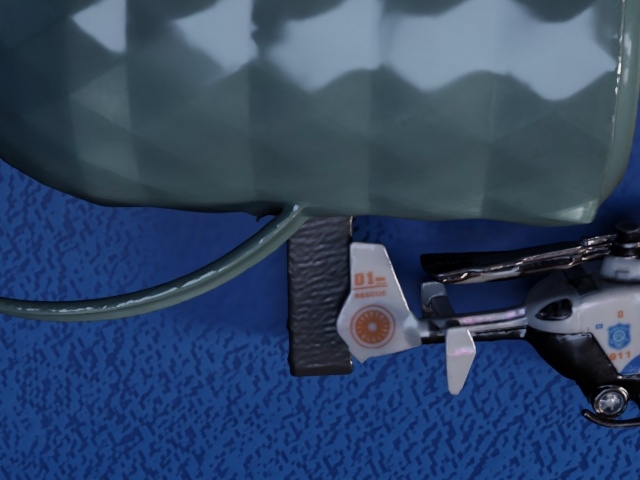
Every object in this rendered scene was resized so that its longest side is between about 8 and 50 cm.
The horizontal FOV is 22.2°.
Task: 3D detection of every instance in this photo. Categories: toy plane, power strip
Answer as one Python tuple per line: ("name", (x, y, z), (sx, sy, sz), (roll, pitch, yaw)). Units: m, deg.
("toy plane", (0.103, 0.030, 0.652), (0.197, 0.053, 0.078), (-3, 112, -7))
("power strip", (0.000, 0.000, 0.649), (0.029, 0.038, 0.111), (-1, 116, -1))

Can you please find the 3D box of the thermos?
("thermos", (-0.041, -0.064, 0.551), (0.286, 0.145, 0.182), (0, 82, 4))
